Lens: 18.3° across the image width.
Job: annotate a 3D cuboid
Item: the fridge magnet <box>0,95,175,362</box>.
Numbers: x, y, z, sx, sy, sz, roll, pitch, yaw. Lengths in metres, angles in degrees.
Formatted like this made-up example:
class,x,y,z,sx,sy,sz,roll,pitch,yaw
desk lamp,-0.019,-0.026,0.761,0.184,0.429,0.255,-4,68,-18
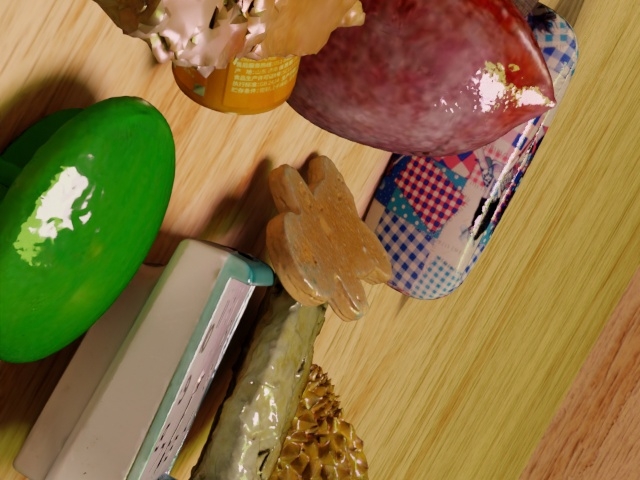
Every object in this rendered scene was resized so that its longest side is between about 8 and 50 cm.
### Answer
class,x,y,z,sx,sy,sz,roll,pitch,yaw
fridge magnet,-0.177,-0.010,1.386,0.208,0.088,0.208,-49,157,-29

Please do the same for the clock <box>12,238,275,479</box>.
class,x,y,z,sx,sy,sz,roll,pitch,yaw
clock,-0.134,0.102,1.572,0.262,0.116,0.231,15,100,-88

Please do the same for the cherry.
class,x,y,z,sx,sy,sz,roll,pitch,yaw
cherry,0.071,-0.155,1.558,0.175,0.249,0.192,-52,163,-48

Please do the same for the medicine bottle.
class,x,y,z,sx,sy,sz,roll,pitch,yaw
medicine bottle,-0.050,-0.191,1.431,0.096,0.096,0.192,-41,152,-44

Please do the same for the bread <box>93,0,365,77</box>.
class,x,y,z,sx,sy,sz,roll,pitch,yaw
bread,-0.067,-0.257,1.081,0.315,0.248,0.279,-30,147,-62

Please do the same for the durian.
class,x,y,z,sx,sy,sz,roll,pitch,yaw
durian,-0.027,0.235,2.122,0.182,0.165,0.132,-45,-149,26

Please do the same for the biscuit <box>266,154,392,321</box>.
class,x,y,z,sx,sy,sz,roll,pitch,yaw
biscuit,0.000,0.000,1.764,0.030,0.153,0.234,-29,-173,20

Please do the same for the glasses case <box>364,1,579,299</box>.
class,x,y,z,sx,sy,sz,roll,pitch,yaw
glasses case,0.149,-0.095,2.023,0.076,0.125,0.327,13,106,-61

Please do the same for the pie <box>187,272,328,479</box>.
class,x,y,z,sx,sy,sz,roll,pitch,yaw
pie,-0.056,0.146,1.816,0.306,0.071,0.306,-158,-90,-87

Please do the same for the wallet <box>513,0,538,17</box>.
class,x,y,z,sx,sy,sz,roll,pitch,yaw
wallet,0.129,-0.262,1.735,0.124,0.042,0.230,-52,137,4
